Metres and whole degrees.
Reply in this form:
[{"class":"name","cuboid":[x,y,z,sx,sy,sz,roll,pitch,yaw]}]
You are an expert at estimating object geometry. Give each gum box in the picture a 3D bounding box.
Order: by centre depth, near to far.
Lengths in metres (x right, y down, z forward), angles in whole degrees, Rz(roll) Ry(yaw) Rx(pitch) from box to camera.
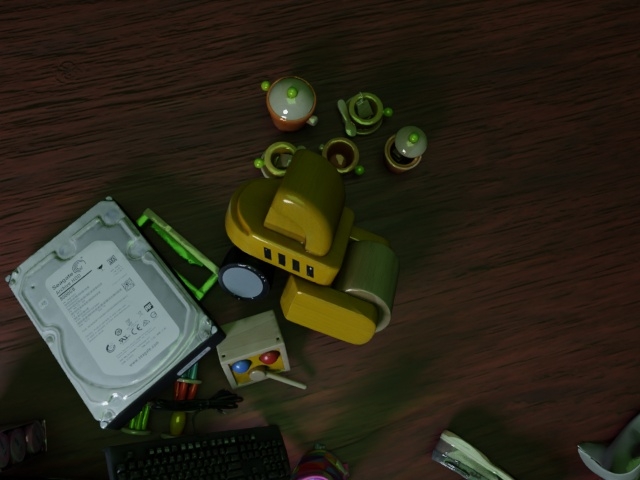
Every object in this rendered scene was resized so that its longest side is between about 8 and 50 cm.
[{"class":"gum box","cuboid":[-0.528,0.332,0.923,0.107,0.188,0.062,-7,80,-6]}]

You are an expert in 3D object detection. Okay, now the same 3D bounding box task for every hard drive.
[{"class":"hard drive","cuboid":[-0.353,0.112,0.984,0.237,0.064,0.339,-40,68,-8]}]

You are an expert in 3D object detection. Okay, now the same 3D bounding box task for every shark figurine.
[{"class":"shark figurine","cuboid":[0.519,0.395,1.042,0.116,0.278,0.166,23,110,36]}]

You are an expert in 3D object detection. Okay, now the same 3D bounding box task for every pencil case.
[{"class":"pencil case","cuboid":[-0.003,0.405,0.942,0.104,0.236,0.104,-1,82,4]}]

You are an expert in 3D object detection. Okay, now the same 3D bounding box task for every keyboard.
[{"class":"keyboard","cuboid":[-0.191,0.331,0.936,0.317,0.033,0.201,9,42,-43]}]

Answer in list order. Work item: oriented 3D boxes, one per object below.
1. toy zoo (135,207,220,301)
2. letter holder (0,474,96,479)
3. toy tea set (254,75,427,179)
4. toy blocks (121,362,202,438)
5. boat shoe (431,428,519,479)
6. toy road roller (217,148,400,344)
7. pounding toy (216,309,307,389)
[{"class":"toy zoo","cuboid":[-0.345,0.110,1.062,0.192,0.030,0.293,41,78,3]},{"class":"letter holder","cuboid":[-0.420,0.434,0.898,0.302,0.152,0.214,7,103,-4]},{"class":"toy tea set","cuboid":[0.039,-0.215,1.111,0.336,0.124,0.200,-2,80,-6]},{"class":"toy blocks","cuboid":[-0.278,0.270,1.027,0.123,0.054,0.148,10,79,-4]},{"class":"boat shoe","cuboid":[0.300,0.433,1.043,0.223,0.080,0.073,37,84,7]},{"class":"toy road roller","cuboid":[0.000,0.000,0.979,0.330,0.240,0.202,23,44,-5]},{"class":"pounding toy","cuboid":[-0.104,0.210,1.022,0.130,0.141,0.100,-17,53,-8]}]
